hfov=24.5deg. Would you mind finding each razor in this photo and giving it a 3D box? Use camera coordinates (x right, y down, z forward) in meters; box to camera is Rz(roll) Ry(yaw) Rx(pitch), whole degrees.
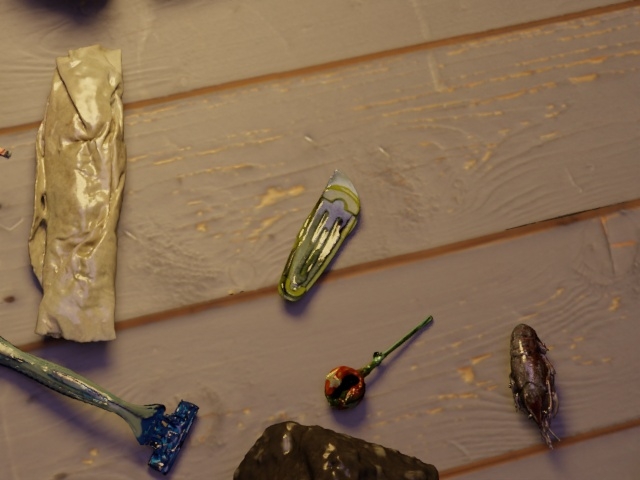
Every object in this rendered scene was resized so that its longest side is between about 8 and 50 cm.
[{"bbox_3d":[-0.310,0.171,1.790,0.324,0.056,0.093,26,74,0],"label":"razor"}]

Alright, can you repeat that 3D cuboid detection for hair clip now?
[{"bbox_3d":[0.000,0.000,1.895,0.060,0.033,0.188,30,69,-1],"label":"hair clip"}]

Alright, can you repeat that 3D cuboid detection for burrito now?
[{"bbox_3d":[-0.303,-0.062,1.845,0.117,0.076,0.392,2,74,-7],"label":"burrito"}]

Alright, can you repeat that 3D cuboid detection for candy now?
[{"bbox_3d":[0.076,0.149,1.865,0.185,0.049,0.055,-37,113,-25],"label":"candy"}]

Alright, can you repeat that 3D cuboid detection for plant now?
[{"bbox_3d":[0.055,0.351,1.721,0.312,0.213,0.215,28,68,-38],"label":"plant"}]

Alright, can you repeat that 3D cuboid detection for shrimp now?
[{"bbox_3d":[0.271,0.185,1.871,0.057,0.065,0.165,-14,80,21],"label":"shrimp"}]

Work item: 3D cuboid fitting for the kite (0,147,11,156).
[{"bbox_3d":[-0.438,-0.122,1.880,0.090,0.004,0.122,10,73,-5],"label":"kite"}]
